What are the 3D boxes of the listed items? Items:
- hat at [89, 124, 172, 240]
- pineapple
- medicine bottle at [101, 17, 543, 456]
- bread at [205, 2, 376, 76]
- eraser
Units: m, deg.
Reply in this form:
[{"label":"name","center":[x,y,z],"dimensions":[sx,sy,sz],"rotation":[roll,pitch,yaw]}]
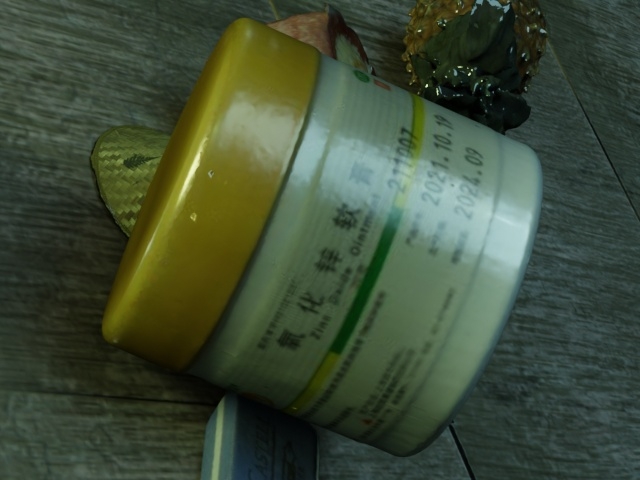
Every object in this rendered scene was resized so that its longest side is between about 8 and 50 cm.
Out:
[{"label":"hat","center":[-0.096,-0.047,1.363],"dimensions":[0.146,0.067,0.146],"rotation":[33,35,-27]},{"label":"pineapple","center":[0.136,-0.162,1.679],"dimensions":[0.141,0.170,0.310],"rotation":[18,29,2]},{"label":"medicine bottle","center":[0.000,0.000,1.219],"dimensions":[0.231,0.238,0.238],"rotation":[22,37,-9]},{"label":"bread","center":[0.001,-0.064,1.431],"dimensions":[0.190,0.123,0.244],"rotation":[52,16,-53]},{"label":"eraser","center":[-0.043,0.199,1.202],"dimensions":[0.082,0.036,0.225],"rotation":[36,33,-26]}]
